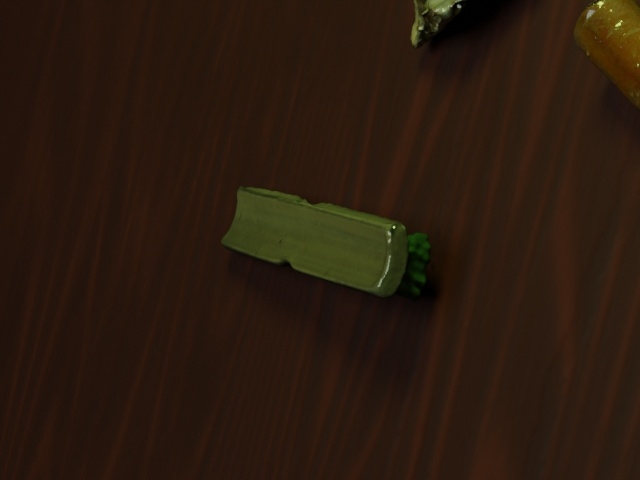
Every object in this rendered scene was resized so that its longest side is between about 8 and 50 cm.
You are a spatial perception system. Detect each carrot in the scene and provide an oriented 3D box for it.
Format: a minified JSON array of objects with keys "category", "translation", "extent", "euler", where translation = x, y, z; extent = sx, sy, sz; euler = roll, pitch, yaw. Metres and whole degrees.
[{"category":"carrot","translation":[0.201,-0.092,1.071],"extent":[0.048,0.048,0.139],"euler":[-58,40,23]}]

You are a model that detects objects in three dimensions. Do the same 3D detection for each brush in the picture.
[{"category":"brush","translation":[0.000,0.000,1.324],"extent":[0.282,0.048,0.054],"euler":[15,88,63]}]

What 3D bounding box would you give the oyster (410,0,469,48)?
[{"category":"oyster","translation":[0.109,-0.195,1.237],"extent":[0.121,0.045,0.146],"euler":[24,90,59]}]
